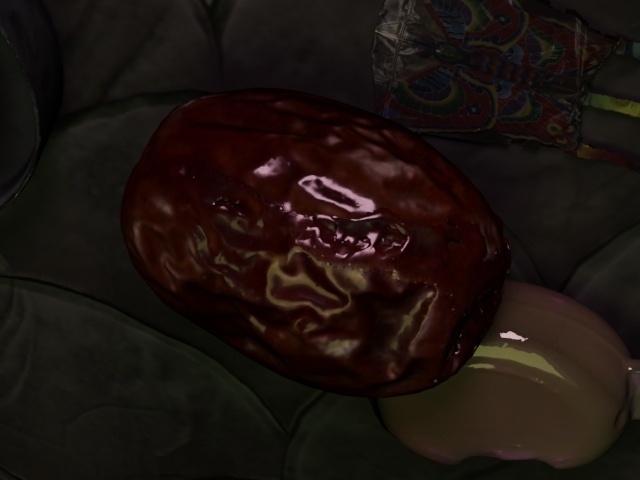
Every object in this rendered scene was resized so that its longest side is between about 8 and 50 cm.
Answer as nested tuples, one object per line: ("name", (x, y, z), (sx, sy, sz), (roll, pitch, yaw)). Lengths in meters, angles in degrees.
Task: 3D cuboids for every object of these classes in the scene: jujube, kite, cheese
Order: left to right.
("jujube", (0.000, 0.000, 1.113), (0.243, 0.183, 0.183), (26, 139, 10))
("cheese", (0.178, 0.103, 1.208), (0.286, 0.082, 0.163), (6, 137, 16))
("kite", (0.169, -0.086, 1.063), (0.285, 0.015, 0.152), (20, 142, 6))

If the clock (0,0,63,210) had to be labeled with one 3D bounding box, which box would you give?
("clock", (-0.325, -0.134, 1.178), (0.313, 0.061, 0.312), (12, 138, 11))
